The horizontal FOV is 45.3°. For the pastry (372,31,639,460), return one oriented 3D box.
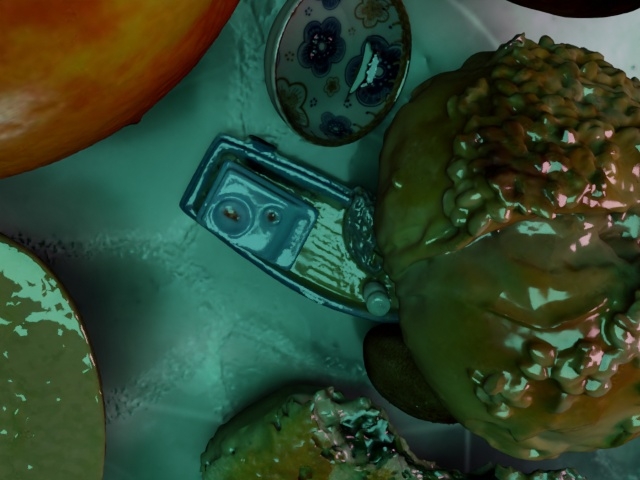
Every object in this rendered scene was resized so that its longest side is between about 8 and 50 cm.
[{"bbox_3d":[0.182,-0.008,0.558,0.284,0.184,0.316,0,73,-26],"label":"pastry"}]

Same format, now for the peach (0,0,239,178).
[{"bbox_3d":[-0.223,-0.211,0.461,0.388,0.388,0.388,0,100,-2],"label":"peach"}]

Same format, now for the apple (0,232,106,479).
[{"bbox_3d":[-0.340,0.127,0.561,0.311,0.320,0.360,26,95,32],"label":"apple"}]

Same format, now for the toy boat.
[{"bbox_3d":[0.000,0.000,0.641,0.238,0.098,0.109,29,101,-7],"label":"toy boat"}]

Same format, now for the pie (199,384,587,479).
[{"bbox_3d":[0.060,0.278,0.687,0.371,0.078,0.296,19,111,0],"label":"pie"}]

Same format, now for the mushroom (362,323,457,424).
[{"bbox_3d":[0.092,0.103,0.650,0.127,0.127,0.087,22,94,-6],"label":"mushroom"}]

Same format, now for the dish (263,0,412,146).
[{"bbox_3d":[-0.001,-0.155,0.632,0.141,0.078,0.141,-19,123,-32],"label":"dish"}]

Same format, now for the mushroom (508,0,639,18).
[{"bbox_3d":[0.195,-0.264,0.518,0.163,0.297,0.278,52,135,22],"label":"mushroom"}]
